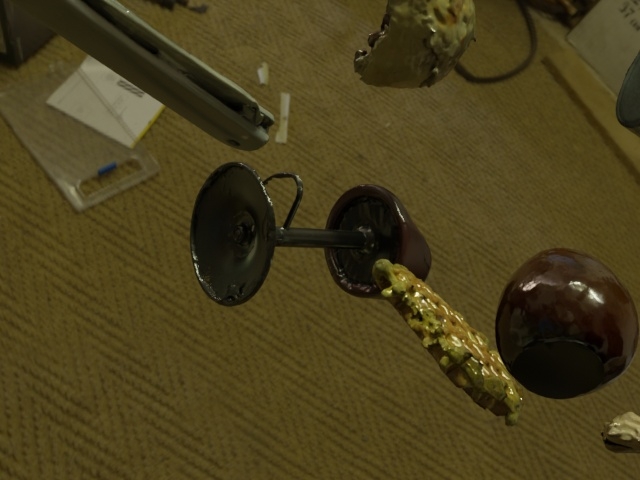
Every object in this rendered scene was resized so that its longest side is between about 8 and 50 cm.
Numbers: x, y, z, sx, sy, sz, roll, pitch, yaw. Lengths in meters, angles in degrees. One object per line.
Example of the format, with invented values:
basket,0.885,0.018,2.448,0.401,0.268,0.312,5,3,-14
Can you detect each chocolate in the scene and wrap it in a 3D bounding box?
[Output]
chocolate,0.285,0.090,0.697,0.176,0.177,0.177,11,58,-19

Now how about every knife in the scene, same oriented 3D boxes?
knife,-0.132,-0.143,0.456,0.265,0.073,0.041,29,76,-45

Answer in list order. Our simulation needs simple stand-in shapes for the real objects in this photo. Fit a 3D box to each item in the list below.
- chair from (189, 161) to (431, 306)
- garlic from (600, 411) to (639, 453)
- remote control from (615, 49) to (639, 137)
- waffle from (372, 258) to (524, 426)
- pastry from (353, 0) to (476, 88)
chair,0.000,0.000,1.047,0.400,0.226,0.227,4,59,-43
garlic,0.307,0.197,0.396,0.244,0.245,0.253,-12,33,-29
remote control,0.393,-0.122,0.601,0.377,0.107,0.044,8,26,-46
waffle,0.198,0.147,0.927,0.301,0.058,0.281,47,11,14
pastry,0.176,-0.366,0.971,0.170,0.237,0.256,20,33,11
